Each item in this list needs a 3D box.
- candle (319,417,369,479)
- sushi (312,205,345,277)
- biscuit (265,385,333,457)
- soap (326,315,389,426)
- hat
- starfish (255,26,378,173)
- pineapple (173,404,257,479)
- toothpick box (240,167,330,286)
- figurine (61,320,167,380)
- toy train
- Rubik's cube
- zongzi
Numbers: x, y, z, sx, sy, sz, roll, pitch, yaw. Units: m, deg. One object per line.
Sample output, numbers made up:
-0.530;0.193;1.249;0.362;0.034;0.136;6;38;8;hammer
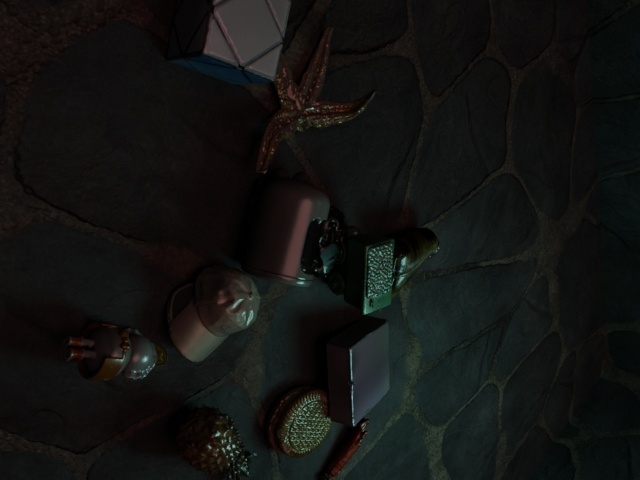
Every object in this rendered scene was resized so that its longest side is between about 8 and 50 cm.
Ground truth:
0.088;0.789;1.942;0.059;0.084;0.301;40;80;-6;candle
0.000;0.000;1.620;0.124;0.127;0.225;13;91;-41;sushi
-0.064;0.606;1.752;0.259;0.079;0.259;-13;111;-38;biscuit
0.142;0.446;1.820;0.285;0.107;0.296;-18;111;-53;soap
-0.283;0.202;1.418;0.275;0.161;0.232;-50;124;-14;hat
-0.042;-0.412;1.482;0.398;0.132;0.383;-14;103;-23;starfish
-0.294;0.619;1.523;0.175;0.175;0.361;-41;138;-25;pineapple
-0.102;-0.044;1.482;0.229;0.229;0.316;13;91;-41;toothpick box
-0.489;0.271;1.276;0.271;0.143;0.143;8;96;-39;figurine
0.124;0.091;1.697;0.145;0.202;0.266;-14;113;-39;toy train
-0.221;-0.504;1.252;0.205;0.205;0.207;10;95;-41;Rubik's cube
0.307;0.105;1.918;0.286;0.134;0.288;-19;126;-40;zongzi
